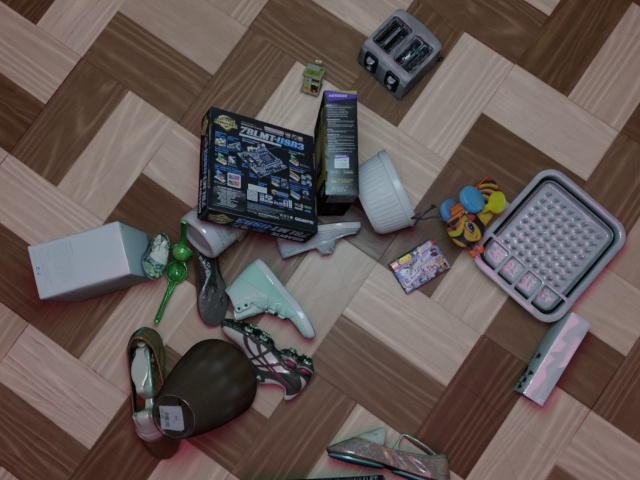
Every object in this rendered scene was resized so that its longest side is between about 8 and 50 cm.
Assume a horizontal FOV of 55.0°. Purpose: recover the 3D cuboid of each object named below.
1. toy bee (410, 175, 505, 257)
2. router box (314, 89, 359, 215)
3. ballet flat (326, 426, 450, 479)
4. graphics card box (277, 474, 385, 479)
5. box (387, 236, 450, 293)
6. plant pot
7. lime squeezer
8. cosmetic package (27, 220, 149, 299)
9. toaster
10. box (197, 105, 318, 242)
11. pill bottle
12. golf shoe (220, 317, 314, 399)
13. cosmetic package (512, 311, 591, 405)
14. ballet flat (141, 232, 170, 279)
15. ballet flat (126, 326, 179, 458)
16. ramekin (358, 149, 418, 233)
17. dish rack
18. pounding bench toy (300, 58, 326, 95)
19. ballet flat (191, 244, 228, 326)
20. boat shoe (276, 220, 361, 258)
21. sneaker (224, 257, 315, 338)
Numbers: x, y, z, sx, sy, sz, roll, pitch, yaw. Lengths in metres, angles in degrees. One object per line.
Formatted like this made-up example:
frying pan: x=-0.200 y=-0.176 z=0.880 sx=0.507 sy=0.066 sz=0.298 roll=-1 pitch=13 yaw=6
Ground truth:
toy bee: x=0.366 y=-0.042 z=1.544 sx=0.298 sy=0.195 sz=0.162 roll=-29 pitch=85 yaw=-17
router box: x=0.034 y=-0.201 z=1.512 sx=0.081 sy=0.309 sz=0.242 roll=0 pitch=83 yaw=-5
ballet flat: x=0.173 y=0.534 z=1.547 sx=0.316 sy=0.107 sz=0.106 roll=18 pitch=64 yaw=-2
graphics card box: x=-0.017 y=0.703 z=1.495 sx=0.371 sy=0.094 sz=0.232 roll=-4 pitch=103 yaw=0
box: x=0.259 y=0.066 z=1.620 sx=0.137 sy=0.027 sz=0.094 roll=-31 pitch=85 yaw=-2
plant pot: x=-0.295 y=0.374 z=1.466 sx=0.215 sy=0.230 sz=0.215 roll=3 pitch=101 yaw=17
lime squeezer: x=-0.375 y=0.060 z=1.578 sx=0.059 sy=0.110 sz=0.310 roll=28 pitch=116 yaw=13
cosmetic package: x=-0.559 y=0.059 z=1.540 sx=0.225 sy=0.224 sz=0.138 roll=-17 pitch=83 yaw=0
toaster: x=0.218 y=-0.500 z=1.641 sx=0.168 sy=0.110 sz=0.186 roll=45 pitch=86 yaw=4
box: x=-0.151 y=-0.161 z=1.521 sx=0.296 sy=0.073 sz=0.293 roll=12 pitch=59 yaw=-29
pill bottle: x=-0.232 y=-0.073 z=1.570 sx=0.131 sy=0.131 sz=0.229 roll=44 pitch=64 yaw=5
golf shoe: x=-0.151 y=0.298 z=1.569 sx=0.273 sy=0.105 sz=0.120 roll=32 pitch=93 yaw=5
cosmetic package: x=0.582 y=0.295 z=1.552 sx=0.060 sy=0.099 sz=0.239 roll=33 pitch=85 yaw=3
ballet flat: x=-0.413 y=0.031 z=1.561 sx=0.070 sy=0.188 sz=0.070 roll=-6 pitch=116 yaw=-11
ballet flat: x=-0.433 y=0.390 z=1.552 sx=0.116 sy=0.124 sz=0.342 roll=-8 pitch=84 yaw=1
ramekin: x=0.157 y=-0.115 z=1.558 sx=0.109 sy=0.207 sz=0.207 roll=-24 pitch=84 yaw=8
dish rack: x=0.585 y=0.014 z=1.596 sx=0.285 sy=0.072 sz=0.333 roll=42 pitch=86 yaw=6
pounding bench toy: x=-0.016 y=-0.443 z=1.668 sx=0.052 sy=0.065 sz=0.083 roll=19 pitch=54 yaw=4
ballet flat: x=-0.299 y=0.101 z=1.620 sx=0.084 sy=0.058 sz=0.249 roll=-10 pitch=89 yaw=-25
boat shoe: x=-0.001 y=0.000 z=1.614 sx=0.228 sy=0.079 sz=0.081 roll=-12 pitch=93 yaw=5
sneaker: x=-0.134 y=0.186 z=1.581 sx=0.151 sy=0.094 sz=0.256 roll=-40 pitch=75 yaw=-9
